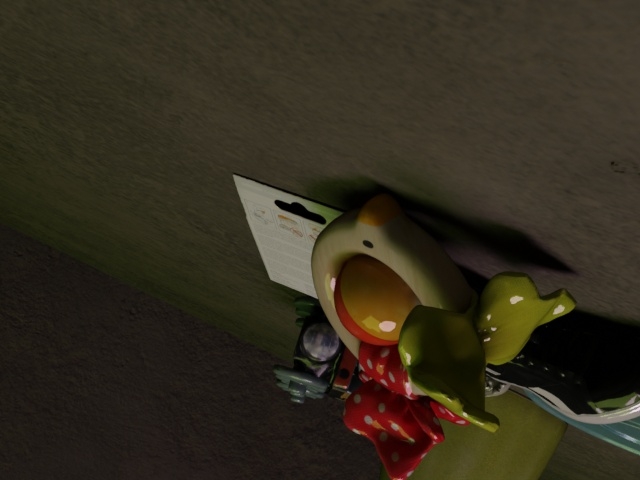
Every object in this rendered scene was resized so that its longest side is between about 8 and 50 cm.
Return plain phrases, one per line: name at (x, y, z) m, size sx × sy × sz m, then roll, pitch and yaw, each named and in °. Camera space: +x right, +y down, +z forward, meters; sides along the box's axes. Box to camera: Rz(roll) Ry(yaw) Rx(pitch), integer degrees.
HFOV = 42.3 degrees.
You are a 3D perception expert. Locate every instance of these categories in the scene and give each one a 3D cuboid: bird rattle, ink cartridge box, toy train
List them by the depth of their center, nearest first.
bird rattle at (0.074, 0.067, 0.669) m, size 0.207 × 0.143 × 0.253 m, roll 54°, pitch 157°, yaw 7°
ink cartridge box at (0.000, 0.000, 0.810) m, size 0.145 × 0.045 × 0.179 m, roll 20°, pitch 148°, yaw 23°
toy train at (0.040, 0.173, 1.182) m, size 0.190 × 0.142 × 0.334 m, roll 16°, pitch 166°, yaw 3°

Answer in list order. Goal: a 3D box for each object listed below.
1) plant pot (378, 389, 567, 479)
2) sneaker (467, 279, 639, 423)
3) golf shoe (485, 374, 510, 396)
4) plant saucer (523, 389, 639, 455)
plant pot at (0.203, 0.372, 1.295) m, size 0.274 × 0.294 × 0.275 m, roll 24°, pitch 167°, yaw 6°
sneaker at (0.174, 0.089, 0.703) m, size 0.121 × 0.079 × 0.217 m, roll 32°, pitch 166°, yaw -25°
golf shoe at (0.191, 0.148, 0.987) m, size 0.085 × 0.069 × 0.176 m, roll 11°, pitch 178°, yaw -21°
plant saucer at (0.346, 0.191, 0.875) m, size 0.317 × 0.044 × 0.317 m, roll 23°, pitch 167°, yaw 6°
